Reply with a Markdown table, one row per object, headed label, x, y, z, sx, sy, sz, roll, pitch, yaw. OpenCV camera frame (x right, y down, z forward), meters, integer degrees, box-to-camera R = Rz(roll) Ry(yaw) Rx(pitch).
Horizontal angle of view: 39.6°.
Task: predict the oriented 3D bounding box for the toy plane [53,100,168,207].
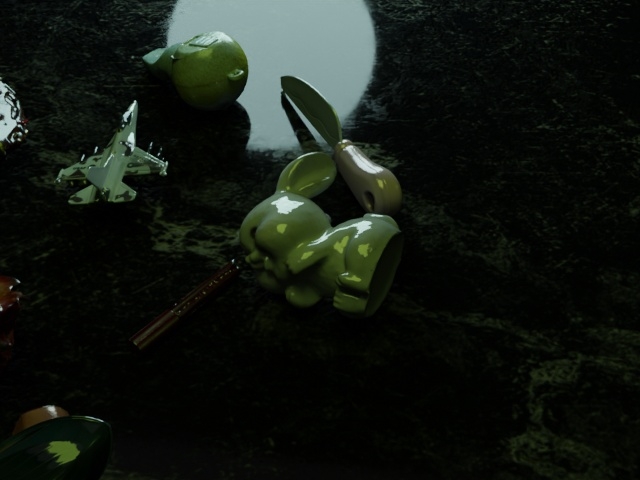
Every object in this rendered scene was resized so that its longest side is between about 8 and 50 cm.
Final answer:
| label | x | y | z | sx | sy | sz | roll | pitch | yaw |
| --- | --- | --- | --- | --- | --- | --- | --- | --- | --- |
| toy plane | -0.279 | -0.112 | 1.235 | 0.159 | 0.082 | 0.234 | -3 | 32 | 9 |

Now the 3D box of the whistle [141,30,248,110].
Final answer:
| label | x | y | z | sx | sy | sz | roll | pitch | yaw |
| --- | --- | --- | --- | --- | --- | --- | --- | --- | --- |
| whistle | -0.192 | -0.257 | 1.359 | 0.223 | 0.123 | 0.123 | 17 | 46 | 42 |

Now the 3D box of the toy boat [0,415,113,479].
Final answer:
| label | x | y | z | sx | sy | sz | roll | pitch | yaw |
| --- | --- | --- | --- | --- | --- | --- | --- | --- | --- |
| toy boat | -0.295 | 0.242 | 0.836 | 0.246 | 0.093 | 0.103 | -36 | 11 | 7 |

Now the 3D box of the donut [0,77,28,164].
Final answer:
| label | x | y | z | sx | sy | sz | roll | pitch | yaw |
| --- | --- | --- | --- | --- | --- | --- | --- | --- | --- |
| donut | -0.519 | -0.167 | 1.212 | 0.230 | 0.096 | 0.216 | 3 | 46 | -50 |

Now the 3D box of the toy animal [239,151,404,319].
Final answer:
| label | x | y | z | sx | sy | sz | roll | pitch | yaw |
| --- | --- | --- | --- | --- | --- | --- | --- | --- | --- |
| toy animal | 0.008 | 0.000 | 1.097 | 0.193 | 0.127 | 0.178 | 28 | 51 | 23 |

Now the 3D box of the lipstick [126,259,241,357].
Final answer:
| label | x | y | z | sx | sy | sz | roll | pitch | yaw |
| --- | --- | --- | --- | --- | --- | --- | --- | --- | --- |
| lipstick | -0.162 | 0.080 | 1.089 | 0.027 | 0.027 | 0.176 | 33 | 53 | 25 |

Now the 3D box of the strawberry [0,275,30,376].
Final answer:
| label | x | y | z | sx | sy | sz | roll | pitch | yaw |
| --- | --- | --- | --- | --- | --- | --- | --- | --- | --- |
| strawberry | -0.481 | 0.126 | 0.960 | 0.280 | 0.150 | 0.253 | 10 | 23 | 25 |

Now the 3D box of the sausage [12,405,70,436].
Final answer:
| label | x | y | z | sx | sy | sz | roll | pitch | yaw |
| --- | --- | --- | --- | --- | --- | --- | --- | --- | --- |
| sausage | -0.264 | 0.252 | 0.908 | 0.065 | 0.065 | 0.169 | -21 | 52 | -19 |

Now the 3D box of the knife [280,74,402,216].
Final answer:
| label | x | y | z | sx | sy | sz | roll | pitch | yaw |
| --- | --- | --- | --- | --- | --- | --- | --- | --- | --- |
| knife | 0.014 | -0.153 | 1.267 | 0.043 | 0.081 | 0.336 | -20 | 51 | -22 |
